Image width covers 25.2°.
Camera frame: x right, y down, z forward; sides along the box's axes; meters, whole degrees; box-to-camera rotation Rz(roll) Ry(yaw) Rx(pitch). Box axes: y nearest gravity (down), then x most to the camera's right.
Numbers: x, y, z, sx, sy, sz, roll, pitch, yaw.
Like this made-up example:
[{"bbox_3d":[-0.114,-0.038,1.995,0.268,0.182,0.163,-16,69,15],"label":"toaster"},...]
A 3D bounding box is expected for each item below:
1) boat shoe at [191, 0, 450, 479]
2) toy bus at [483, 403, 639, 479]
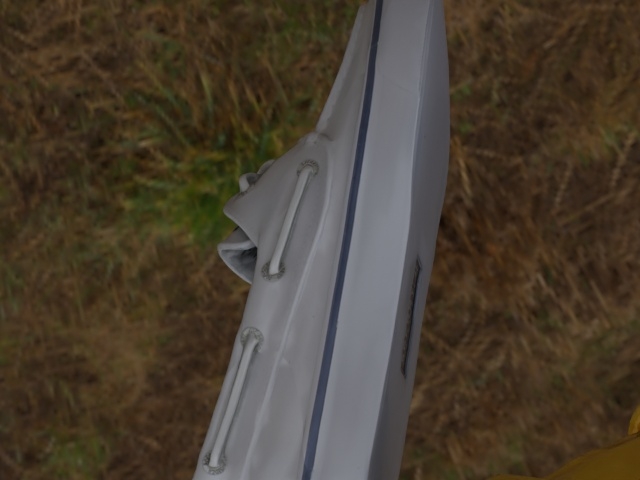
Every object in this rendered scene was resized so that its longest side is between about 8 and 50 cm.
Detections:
[{"bbox_3d":[0.000,0.000,0.578,0.084,0.258,0.095,5,153,13],"label":"boat shoe"},{"bbox_3d":[0.139,0.165,0.499,0.211,0.149,0.220,-23,119,-50],"label":"toy bus"}]
